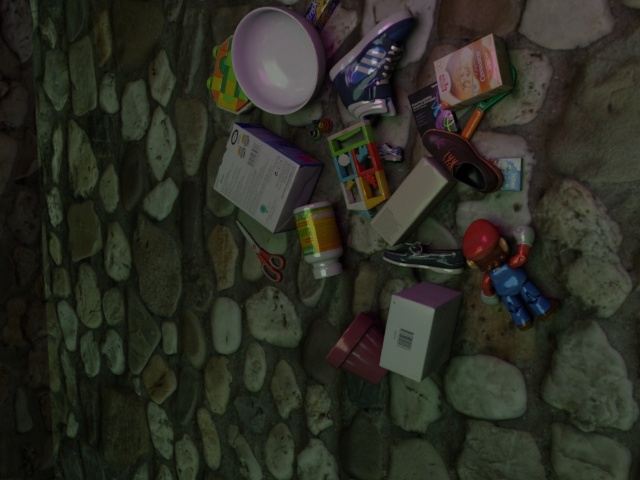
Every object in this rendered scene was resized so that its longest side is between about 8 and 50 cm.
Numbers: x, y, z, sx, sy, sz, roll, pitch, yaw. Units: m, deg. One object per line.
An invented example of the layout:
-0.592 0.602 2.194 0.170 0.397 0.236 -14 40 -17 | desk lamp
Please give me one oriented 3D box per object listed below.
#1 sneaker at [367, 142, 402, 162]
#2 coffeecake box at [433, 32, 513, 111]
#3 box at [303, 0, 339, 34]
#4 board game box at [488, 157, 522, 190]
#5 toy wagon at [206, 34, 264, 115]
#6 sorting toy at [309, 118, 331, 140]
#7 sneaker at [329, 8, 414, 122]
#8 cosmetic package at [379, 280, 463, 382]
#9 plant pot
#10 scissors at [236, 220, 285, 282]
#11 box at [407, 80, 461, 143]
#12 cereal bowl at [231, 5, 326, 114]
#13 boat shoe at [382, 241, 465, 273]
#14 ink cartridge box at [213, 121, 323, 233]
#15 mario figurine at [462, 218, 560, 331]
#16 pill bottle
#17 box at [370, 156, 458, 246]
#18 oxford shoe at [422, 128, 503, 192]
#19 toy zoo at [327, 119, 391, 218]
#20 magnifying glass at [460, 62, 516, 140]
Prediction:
0.199 -0.276 1.728 0.135 0.052 0.058 10 90 31 | sneaker
0.415 -0.454 1.505 0.185 0.068 0.143 -15 82 45 | coffeecake box
0.004 -0.755 1.787 0.059 0.054 0.169 49 121 19 | box
0.512 -0.183 1.527 0.090 0.020 0.090 4 100 35 | board game box
-0.294 -0.643 2.011 0.267 0.068 0.345 26 111 30 | toy wagon
-0.011 -0.380 1.861 0.101 0.042 0.061 -29 80 35 | sorting toy
0.198 -0.498 1.655 0.322 0.130 0.236 -35 86 29 | sneaker
0.300 0.259 1.620 0.138 0.224 0.224 17 107 30 | cosmetic package
0.144 0.362 1.782 0.180 0.201 0.201 37 117 9 | plant pot
-0.245 0.044 2.106 0.297 0.021 0.109 37 118 24 | scissors
0.333 -0.375 1.623 0.116 0.029 0.162 -21 84 36 | box
-0.121 -0.599 1.822 0.338 0.141 0.339 15 123 25 | cereal bowl
0.310 0.045 1.661 0.254 0.095 0.079 9 104 33 | boat shoe
-0.215 -0.243 1.962 0.395 0.151 0.270 35 115 25 | ink cartridge box
0.521 0.076 1.524 0.198 0.170 0.321 -33 87 -2 | mario figurine
0.000 0.000 1.851 0.136 0.136 0.246 -15 88 36 | pill bottle
0.280 -0.116 1.660 0.113 0.094 0.275 50 121 19 | box
0.383 -0.229 1.540 0.271 0.098 0.097 40 123 25 | oxford shoe
0.125 -0.213 1.750 0.192 0.030 0.294 -13 95 55 | toy zoo
0.461 -0.386 1.534 0.092 0.026 0.231 39 116 26 | magnifying glass
